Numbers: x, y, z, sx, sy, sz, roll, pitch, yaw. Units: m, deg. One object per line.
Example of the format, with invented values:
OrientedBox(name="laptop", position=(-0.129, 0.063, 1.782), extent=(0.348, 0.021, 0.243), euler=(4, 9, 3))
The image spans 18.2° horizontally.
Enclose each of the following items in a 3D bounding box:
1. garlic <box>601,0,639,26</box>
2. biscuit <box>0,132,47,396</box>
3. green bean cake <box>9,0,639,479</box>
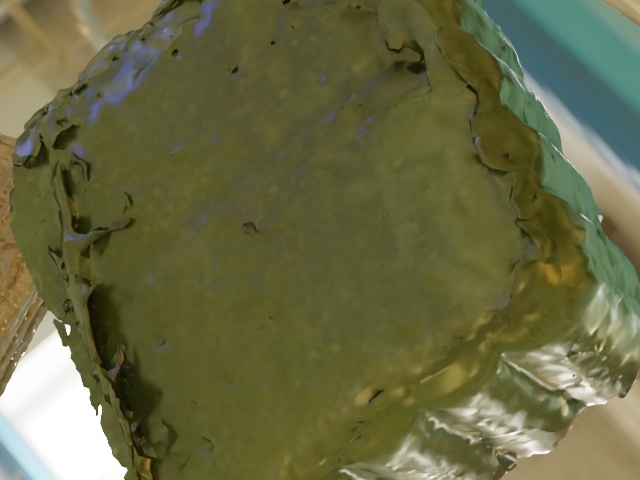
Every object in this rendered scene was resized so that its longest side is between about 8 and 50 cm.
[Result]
OrientedBox(name="garlic", position=(0.177, -0.139, 0.284), extent=(0.249, 0.286, 0.313), euler=(24, 145, -22))
OrientedBox(name="biscuit", position=(-0.302, 0.115, 1.400), extent=(0.144, 0.426, 0.078), euler=(22, 167, 16))
OrientedBox(name="green bean cake", position=(0.000, 0.000, 0.750), extent=(0.113, 0.200, 0.214), euler=(24, -147, -60))
